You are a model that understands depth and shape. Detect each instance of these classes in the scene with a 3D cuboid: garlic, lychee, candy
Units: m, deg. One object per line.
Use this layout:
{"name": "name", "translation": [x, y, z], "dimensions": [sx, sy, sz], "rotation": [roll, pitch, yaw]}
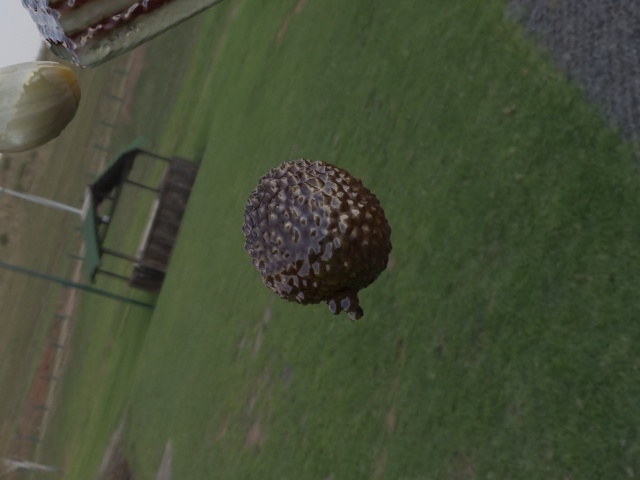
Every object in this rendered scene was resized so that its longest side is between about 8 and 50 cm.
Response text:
{"name": "garlic", "translation": [-0.540, -0.229, 1.514], "dimensions": [0.164, 0.244, 0.145], "rotation": [-97, -11, -68]}
{"name": "lychee", "translation": [0.000, 0.000, 1.180], "dimensions": [0.238, 0.200, 0.200], "rotation": [65, 160, 4]}
{"name": "candy", "translation": [-0.263, -0.376, 1.257], "dimensions": [0.179, 0.320, 0.135], "rotation": [27, 143, 50]}
